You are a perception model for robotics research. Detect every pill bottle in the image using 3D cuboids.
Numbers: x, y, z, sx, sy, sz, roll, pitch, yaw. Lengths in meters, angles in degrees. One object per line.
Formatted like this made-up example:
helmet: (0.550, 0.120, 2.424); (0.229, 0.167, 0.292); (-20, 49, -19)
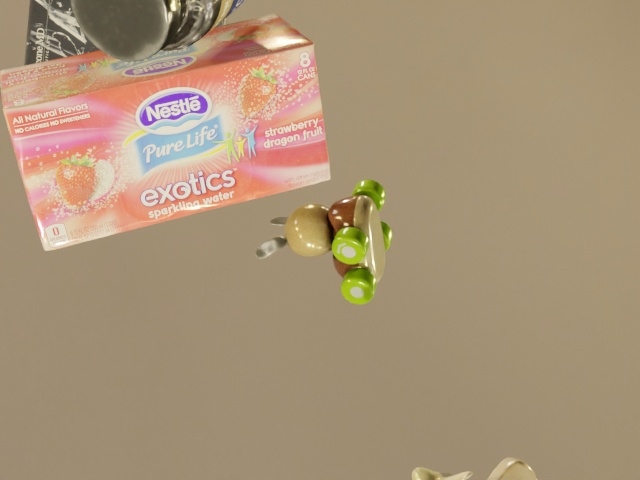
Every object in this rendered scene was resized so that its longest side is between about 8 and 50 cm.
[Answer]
pill bottle: (-0.130, -0.248, 0.844); (0.123, 0.123, 0.219); (36, -140, -3)

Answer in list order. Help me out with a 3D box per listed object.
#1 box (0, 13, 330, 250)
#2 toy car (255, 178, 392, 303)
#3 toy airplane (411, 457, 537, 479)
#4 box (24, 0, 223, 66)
box: (-0.156, -0.118, 0.939); (0.300, 0.154, 0.142); (-14, -152, -14)
toy car: (0.000, 0.000, 1.411); (0.188, 0.149, 0.155); (0, -144, 18)
toy airplane: (0.093, 0.460, 1.072); (0.386, 0.272, 0.384); (-8, -75, -36)
box: (-0.315, -0.393, 1.558); (0.312, 0.343, 0.179); (7, -171, -5)
